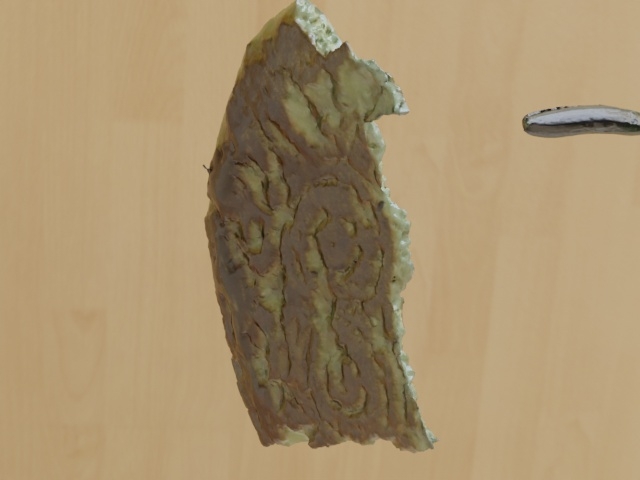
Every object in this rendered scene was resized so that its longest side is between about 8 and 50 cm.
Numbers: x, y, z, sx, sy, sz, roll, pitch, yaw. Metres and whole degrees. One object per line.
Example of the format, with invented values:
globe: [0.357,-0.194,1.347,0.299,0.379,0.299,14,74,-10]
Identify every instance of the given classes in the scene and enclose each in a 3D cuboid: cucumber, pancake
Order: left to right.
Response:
pancake: [-0.003,0.000,1.275,0.066,0.304,0.427,-17,109,-35]
cucumber: [0.282,-0.126,1.549,0.184,0.033,0.036,-3,76,-29]
